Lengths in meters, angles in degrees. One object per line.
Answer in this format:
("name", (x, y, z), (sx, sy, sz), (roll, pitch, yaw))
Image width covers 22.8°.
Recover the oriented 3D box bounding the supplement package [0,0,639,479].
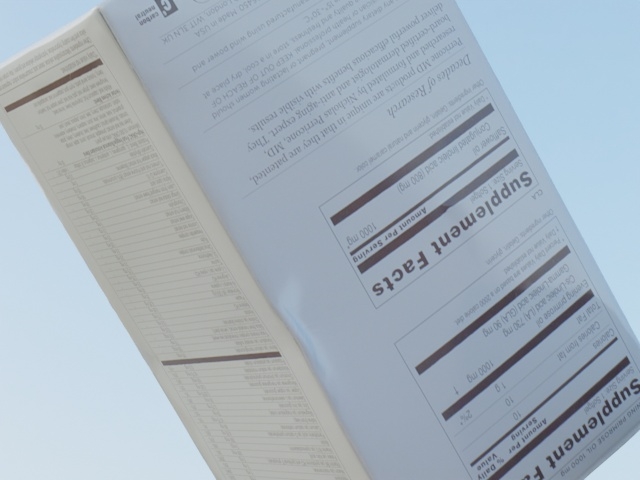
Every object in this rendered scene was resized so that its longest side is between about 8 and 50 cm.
("supplement package", (0.000, 0.000, 0.623), (0.139, 0.134, 0.244), (-9, -67, 60))
